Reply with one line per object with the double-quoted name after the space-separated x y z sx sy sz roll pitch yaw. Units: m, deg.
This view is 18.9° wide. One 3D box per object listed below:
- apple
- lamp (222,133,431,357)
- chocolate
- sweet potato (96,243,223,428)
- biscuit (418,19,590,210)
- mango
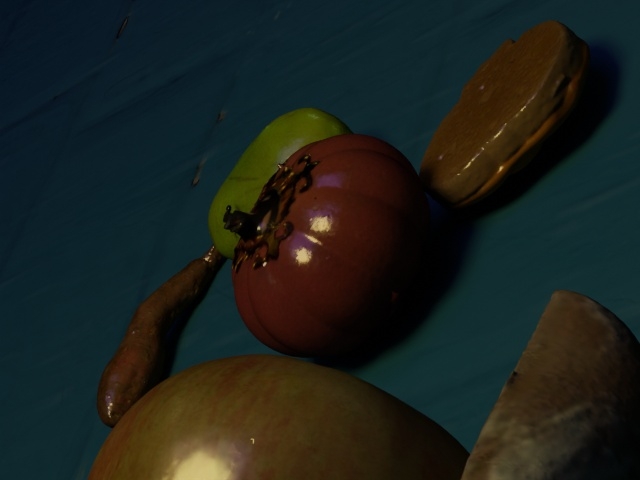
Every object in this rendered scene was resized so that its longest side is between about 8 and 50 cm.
-0.026 0.201 1.097 0.257 0.257 0.234 -10 49 52 "apple"
0.000 0.000 1.467 0.182 0.140 0.182 -47 23 27 "lamp"
0.137 0.148 1.033 0.080 0.157 0.254 7 29 20 "chocolate"
-0.144 0.082 1.693 0.050 0.050 0.214 -19 34 45 "sweet potato"
0.148 -0.095 1.495 0.170 0.050 0.170 -46 17 18 "biscuit"
-0.030 -0.041 1.655 0.163 0.089 0.117 -50 31 22 "mango"
